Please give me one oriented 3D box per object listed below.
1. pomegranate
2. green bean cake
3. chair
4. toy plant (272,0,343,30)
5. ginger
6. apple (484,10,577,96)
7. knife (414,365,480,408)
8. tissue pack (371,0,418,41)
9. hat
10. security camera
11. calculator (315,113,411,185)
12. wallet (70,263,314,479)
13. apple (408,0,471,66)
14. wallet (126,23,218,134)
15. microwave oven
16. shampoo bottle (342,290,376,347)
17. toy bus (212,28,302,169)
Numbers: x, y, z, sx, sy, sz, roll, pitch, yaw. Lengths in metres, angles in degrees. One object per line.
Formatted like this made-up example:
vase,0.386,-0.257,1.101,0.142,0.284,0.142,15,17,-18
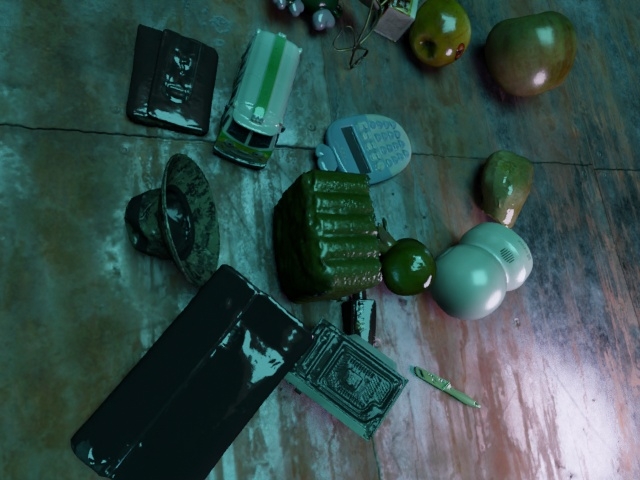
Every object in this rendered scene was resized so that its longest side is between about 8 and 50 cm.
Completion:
pomegranate,0.183,0.042,1.077,0.191,0.152,0.131,41,102,-4
green bean cake,0.000,0.000,0.944,0.157,0.250,0.246,-1,77,-25
chair,0.112,-0.643,1.179,0.170,0.160,0.325,44,103,16
toy plant,-0.032,-0.673,1.194,0.243,0.113,0.232,11,76,-32
ginger,0.520,-0.158,1.289,0.138,0.152,0.267,17,71,13
apple,0.642,-0.571,1.405,0.257,0.257,0.233,-28,119,-28
knife,0.313,0.360,1.115,0.207,0.014,0.030,31,67,-13
tissue pack,0.217,-0.677,1.313,0.099,0.106,0.148,19,68,-18
hat,-0.295,-0.033,0.877,0.129,0.265,0.265,-7,76,6
security camera,0.380,0.088,1.128,0.236,0.194,0.194,-37,92,-25
calculator,0.113,-0.234,1.178,0.303,0.042,0.188,-19,85,-28
wallet,-0.218,0.262,0.818,0.228,0.062,0.406,40,78,-3
apple,0.339,-0.592,1.308,0.182,0.182,0.155,44,71,-7
wallet,-0.326,-0.353,1.014,0.182,0.049,0.228,10,73,-25
microwave oven,0.046,0.271,0.915,0.208,0.122,0.162,35,78,8
shampoo bottle,0.093,0.185,1.036,0.068,0.067,0.236,5,73,-22
toy bus,-0.137,-0.319,1.022,0.134,0.165,0.275,18,68,-18
